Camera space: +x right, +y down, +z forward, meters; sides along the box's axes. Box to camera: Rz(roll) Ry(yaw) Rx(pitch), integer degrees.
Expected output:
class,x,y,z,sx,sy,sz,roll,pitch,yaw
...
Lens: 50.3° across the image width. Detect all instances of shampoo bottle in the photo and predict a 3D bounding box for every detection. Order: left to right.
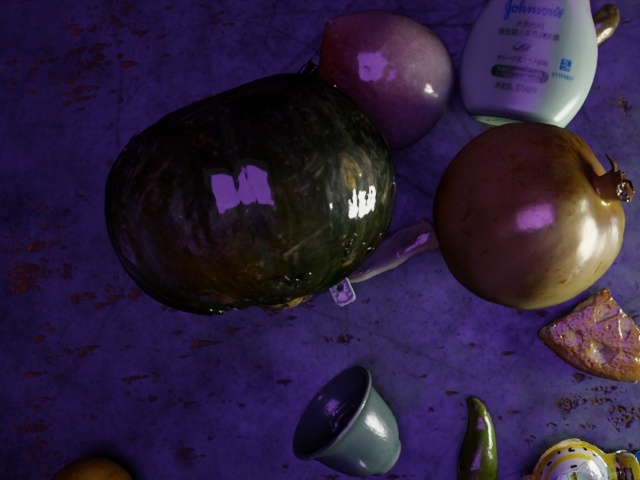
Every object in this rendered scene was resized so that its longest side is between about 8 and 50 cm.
class,x,y,z,sx,sy,sz,roll,pitch,yaw
shampoo bottle,0.365,-0.368,1.153,0.222,0.151,0.349,14,94,21

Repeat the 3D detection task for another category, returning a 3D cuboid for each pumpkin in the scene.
class,x,y,z,sx,sy,sz,roll,pitch,yaw
pumpkin,-0.100,-0.061,1.044,0.454,0.454,0.344,-19,95,9

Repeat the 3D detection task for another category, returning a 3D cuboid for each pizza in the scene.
class,x,y,z,sx,sy,sz,roll,pitch,yaw
pizza,0.488,0.160,1.211,0.182,0.062,0.161,13,102,13

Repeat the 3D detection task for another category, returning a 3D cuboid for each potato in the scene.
class,x,y,z,sx,sy,sz,roll,pitch,yaw
potato,0.486,-0.370,1.188,0.092,0.045,0.046,-45,47,7

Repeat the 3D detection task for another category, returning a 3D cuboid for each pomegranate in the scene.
class,x,y,z,sx,sy,sz,roll,pitch,yaw
pomegranate,0.341,-0.042,1.098,0.319,0.319,0.319,0,93,9

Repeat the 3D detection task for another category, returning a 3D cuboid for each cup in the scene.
class,x,y,z,sx,sy,sz,roll,pitch,yaw
cup,0.068,0.352,1.239,0.150,0.199,0.199,42,99,-14

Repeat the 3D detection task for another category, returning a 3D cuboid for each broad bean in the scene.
class,x,y,z,sx,sy,sz,roll,pitch,yaw
broad bean,0.291,0.461,1.252,0.077,0.061,0.339,-6,93,2

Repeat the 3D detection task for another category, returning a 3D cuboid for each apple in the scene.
class,x,y,z,sx,sy,sz,roll,pitch,yaw
apple,-0.459,0.516,1.325,0.182,0.155,0.182,0,91,11

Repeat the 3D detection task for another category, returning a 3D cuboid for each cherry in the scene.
class,x,y,z,sx,sy,sz,roll,pitch,yaw
cherry,0.108,-0.271,1.155,0.239,0.239,0.206,-37,63,9

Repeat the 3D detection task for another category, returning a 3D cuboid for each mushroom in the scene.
class,x,y,z,sx,sy,sz,roll,pitch,yaw
mushroom,0.127,0.025,1.264,0.202,0.054,0.059,-28,68,14

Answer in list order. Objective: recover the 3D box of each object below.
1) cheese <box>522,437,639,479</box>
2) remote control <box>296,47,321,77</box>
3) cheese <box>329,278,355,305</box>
class,x,y,z,sx,sy,sz,roll,pitch,yaw
cheese,0.488,0.425,1.219,0.250,0.064,0.156,-11,92,-3
remote control,-0.028,-0.262,1.262,0.090,0.066,0.266,37,98,1
cheese,0.000,0.000,1.271,0.127,0.050,0.255,-27,85,8
